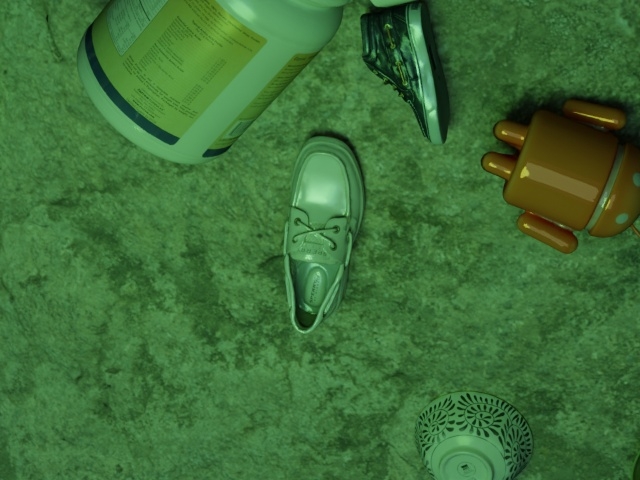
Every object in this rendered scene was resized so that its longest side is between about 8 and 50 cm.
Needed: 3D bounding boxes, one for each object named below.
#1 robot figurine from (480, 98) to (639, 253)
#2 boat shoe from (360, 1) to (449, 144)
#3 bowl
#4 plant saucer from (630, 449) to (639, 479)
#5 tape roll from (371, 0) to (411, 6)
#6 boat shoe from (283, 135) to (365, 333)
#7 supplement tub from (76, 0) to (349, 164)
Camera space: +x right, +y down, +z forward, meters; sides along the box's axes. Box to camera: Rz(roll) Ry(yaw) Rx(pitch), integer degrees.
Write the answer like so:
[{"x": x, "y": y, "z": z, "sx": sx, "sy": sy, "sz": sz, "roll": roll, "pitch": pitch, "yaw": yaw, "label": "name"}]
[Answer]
[{"x": 0.309, "y": -0.083, "z": 1.945, "sx": 0.219, "sy": 0.158, "sz": 0.128, "roll": 22, "pitch": 145, "yaw": 2, "label": "robot figurine"}, {"x": 0.105, "y": -0.203, "z": 1.969, "sx": 0.083, "sy": 0.065, "sz": 0.183, "roll": -6, "pitch": 112, "yaw": 20, "label": "boat shoe"}, {"x": 0.207, "y": 0.302, "z": 2.220, "sx": 0.170, "sy": 0.080, "sz": 0.170, "roll": 7, "pitch": 121, "yaw": 12, "label": "bowl"}, {"x": 0.547, "y": 0.326, "z": 2.172, "sx": 0.241, "sy": 0.037, "sz": 0.241, "roll": 6, "pitch": 121, "yaw": 10, "label": "plant saucer"}, {"x": 0.082, "y": -0.402, "z": 1.727, "sx": 0.100, "sy": 0.286, "sz": 0.286, "roll": -10, "pitch": 116, "yaw": 20, "label": "tape roll"}, {"x": 0.000, "y": 0.000, "z": 2.088, "sx": 0.098, "sy": 0.096, "sz": 0.277, "roll": 8, "pitch": 121, "yaw": 10, "label": "boat shoe"}, {"x": -0.117, "y": -0.266, "z": 1.888, "sx": 0.228, "sy": 0.228, "sz": 0.316, "roll": 40, "pitch": 120, "yaw": -10, "label": "supplement tub"}]
